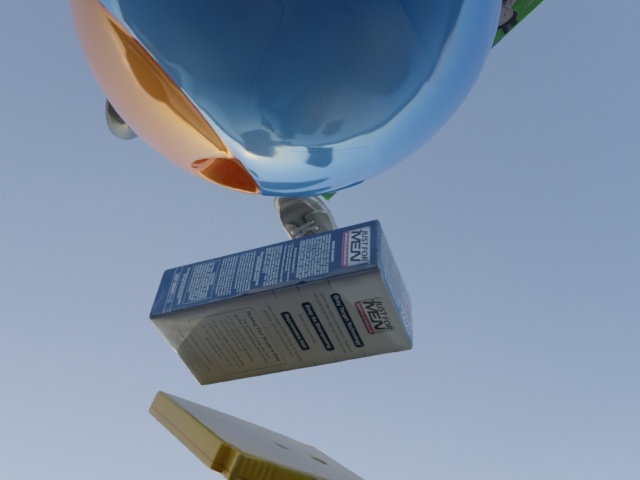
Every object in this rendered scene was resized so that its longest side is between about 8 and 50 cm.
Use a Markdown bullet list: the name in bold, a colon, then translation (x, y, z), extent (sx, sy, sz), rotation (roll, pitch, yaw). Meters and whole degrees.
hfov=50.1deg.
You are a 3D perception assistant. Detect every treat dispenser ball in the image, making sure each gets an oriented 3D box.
- **treat dispenser ball**: translation (-0.023, -0.173, 0.465), extent (0.287, 0.288, 0.289), rotation (-1, -69, -4)

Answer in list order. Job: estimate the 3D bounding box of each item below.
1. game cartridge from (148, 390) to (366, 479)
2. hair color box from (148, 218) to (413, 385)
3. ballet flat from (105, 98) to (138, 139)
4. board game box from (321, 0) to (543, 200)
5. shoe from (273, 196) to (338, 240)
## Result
- **game cartridge**: translation (-0.069, 0.328, 1.016), extent (0.323, 0.285, 0.053), rotation (28, -101, -30)
- **hair color box**: translation (-0.053, 0.099, 1.010), extent (0.346, 0.105, 0.174), rotation (-12, -50, 16)
- **ballet flat**: translation (-0.197, -0.195, 0.797), extent (0.074, 0.074, 0.203), rotation (24, -65, -12)
- **board game box**: translation (0.126, -0.187, 0.725), extent (0.046, 0.213, 0.317), rotation (46, -61, -5)
- **shoe**: translation (0.000, 0.000, 1.098), extent (0.076, 0.058, 0.219), rotation (-32, -56, 9)
